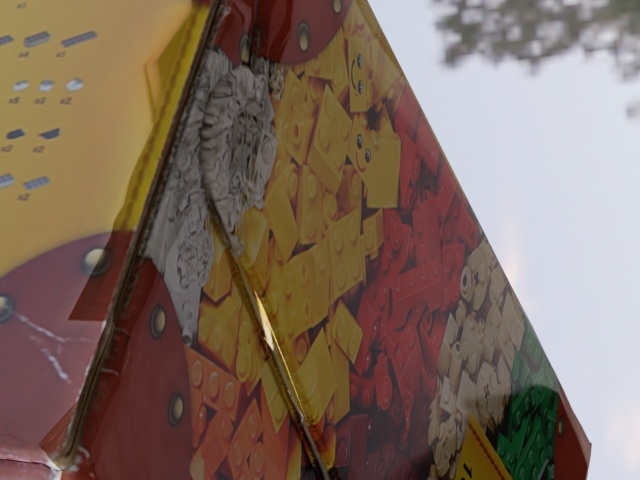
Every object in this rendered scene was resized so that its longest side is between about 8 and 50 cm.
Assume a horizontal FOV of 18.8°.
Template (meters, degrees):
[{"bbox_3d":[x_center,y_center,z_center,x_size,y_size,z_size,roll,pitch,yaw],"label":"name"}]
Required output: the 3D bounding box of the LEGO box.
[{"bbox_3d":[-0.195,0.059,0.704,0.372,0.500,0.193,58,-139,-52],"label":"LEGO box"}]
